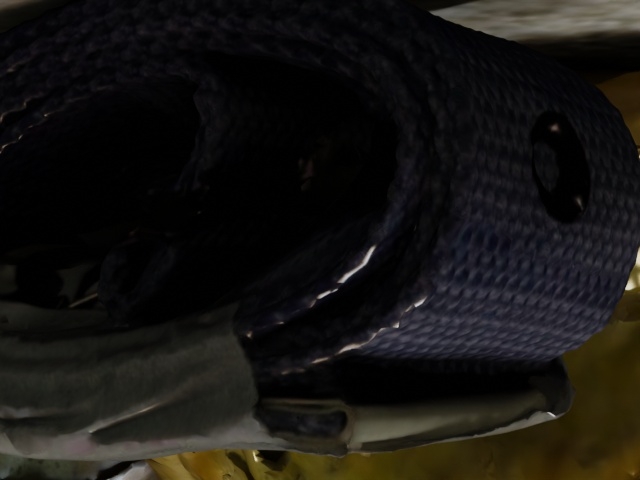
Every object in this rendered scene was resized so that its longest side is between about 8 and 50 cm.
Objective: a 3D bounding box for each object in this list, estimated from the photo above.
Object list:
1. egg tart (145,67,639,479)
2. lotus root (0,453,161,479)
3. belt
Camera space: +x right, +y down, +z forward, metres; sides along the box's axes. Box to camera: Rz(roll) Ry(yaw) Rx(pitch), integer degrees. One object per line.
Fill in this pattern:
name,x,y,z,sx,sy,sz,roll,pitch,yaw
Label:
egg tart,0.135,0.088,0.735,0.443,0.178,0.443,-3,152,-2
lotus root,-0.181,0.074,0.937,0.274,0.160,0.152,-2,167,5
belt,-0.021,0.001,0.530,0.230,0.140,0.126,-10,167,36
